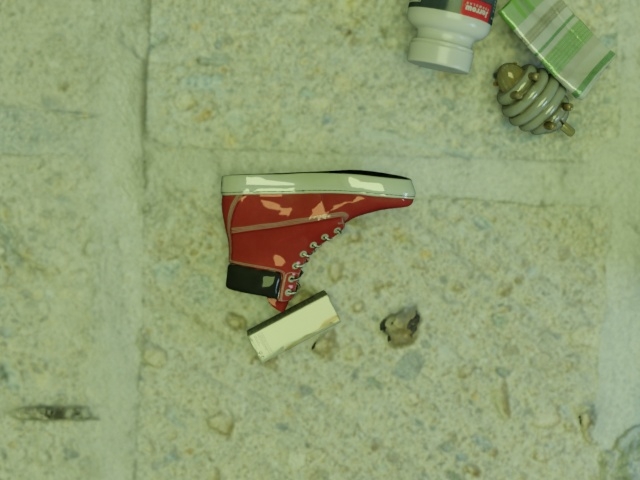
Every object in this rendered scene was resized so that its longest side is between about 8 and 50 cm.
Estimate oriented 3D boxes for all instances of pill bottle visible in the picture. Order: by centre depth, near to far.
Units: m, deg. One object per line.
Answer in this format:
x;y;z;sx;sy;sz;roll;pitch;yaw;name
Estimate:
0.167;-0.303;1.750;0.108;0.108;0.180;12;92;-4;pill bottle

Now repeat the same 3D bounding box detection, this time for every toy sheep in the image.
0.272;-0.174;1.773;0.091;0.091;0.132;-45;104;0;toy sheep

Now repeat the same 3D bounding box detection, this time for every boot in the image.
0.000;0.000;1.767;0.244;0.088;0.176;-3;93;5;boot

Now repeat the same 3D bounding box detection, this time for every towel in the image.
0.300;-0.258;1.769;0.152;0.023;0.113;47;47;-5;towel

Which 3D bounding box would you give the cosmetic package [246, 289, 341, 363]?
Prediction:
-0.034;0.109;1.781;0.115;0.060;0.041;-27;95;0;cosmetic package
